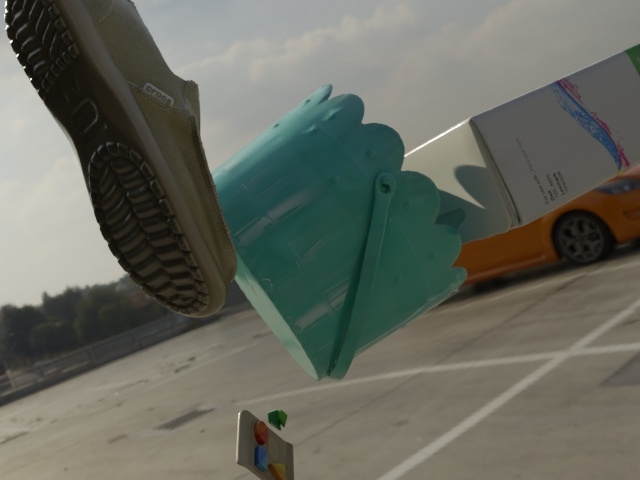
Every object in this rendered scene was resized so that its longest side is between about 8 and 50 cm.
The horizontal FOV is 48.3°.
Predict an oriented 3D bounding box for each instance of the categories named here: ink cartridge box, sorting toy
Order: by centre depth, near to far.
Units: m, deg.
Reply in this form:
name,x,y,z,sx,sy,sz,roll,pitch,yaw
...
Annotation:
name,x,y,z,sx,sy,sz,roll,pitch,yaw
sorting toy,-0.043,0.165,0.594,0.012,0.062,0.083,-37,28,20
ink cartridge box,0.237,-0.100,0.790,0.278,0.117,0.201,-25,0,-23

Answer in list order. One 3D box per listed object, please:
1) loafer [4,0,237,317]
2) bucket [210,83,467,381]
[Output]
name,x,y,z,sx,sy,sz,roll,pitch,yaw
loafer,-0.124,-0.073,0.520,0.101,0.269,0.092,-16,11,44
bucket,0.000,0.000,0.751,0.183,0.281,0.281,-36,1,-11
